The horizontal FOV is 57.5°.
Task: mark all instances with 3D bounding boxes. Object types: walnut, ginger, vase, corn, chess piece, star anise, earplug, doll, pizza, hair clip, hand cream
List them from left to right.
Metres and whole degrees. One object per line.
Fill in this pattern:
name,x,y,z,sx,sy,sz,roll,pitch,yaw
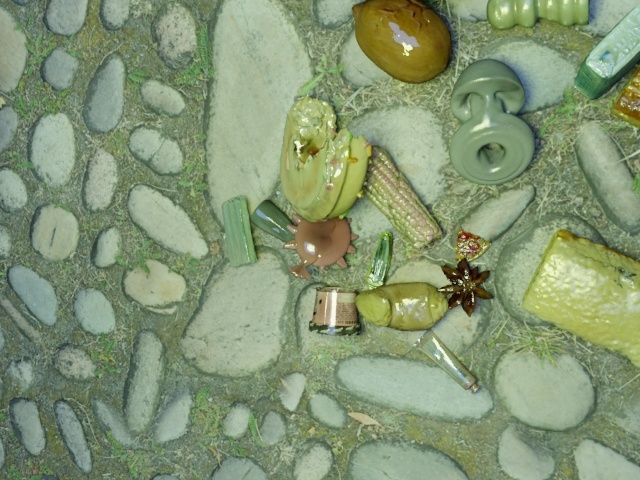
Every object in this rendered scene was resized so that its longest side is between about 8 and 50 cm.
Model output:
vase,-0.103,-0.028,1.744,0.214,0.086,0.086,37,105,7
doll,0.000,0.000,1.666,0.211,0.093,0.262,29,71,-5
hair clip,0.171,0.063,1.682,0.060,0.033,0.188,17,102,19
corn,0.206,-0.116,1.617,0.126,0.126,0.335,-38,86,17
walnut,0.209,-0.539,1.528,0.298,0.203,0.203,34,104,0
ginger,0.226,0.186,1.617,0.267,0.152,0.138,-3,92,-4
hand cream,0.360,0.345,1.642,0.209,0.043,0.067,45,104,16
star anise,0.394,0.125,1.577,0.168,0.057,0.168,1,74,-5
pizza,0.402,0.026,1.604,0.100,0.029,0.099,31,104,14
earplug,0.436,-0.302,1.505,0.214,0.175,0.325,-5,102,14
chess piece,0.542,-0.592,1.463,0.243,0.133,0.133,-1,94,23

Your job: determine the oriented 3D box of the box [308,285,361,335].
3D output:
box,0.043,0.200,1.679,0.151,0.151,0.135,1,87,18

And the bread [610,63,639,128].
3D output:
bread,0.865,-0.325,1.380,0.275,0.114,0.184,32,104,12

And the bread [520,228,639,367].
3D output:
bread,0.717,0.143,1.439,0.375,0.165,0.236,28,107,14

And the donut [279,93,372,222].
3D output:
donut,0.004,-0.203,1.574,0.371,0.150,0.307,-125,44,-53

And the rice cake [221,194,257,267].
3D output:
rice cake,-0.253,-0.027,1.790,0.124,0.038,0.211,-16,86,49

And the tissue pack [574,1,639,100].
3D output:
tissue pack,0.687,-0.432,1.350,0.089,0.263,0.177,46,105,13

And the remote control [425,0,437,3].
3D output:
remote control,0.221,-0.651,1.456,0.042,0.072,0.222,-31,47,-14
